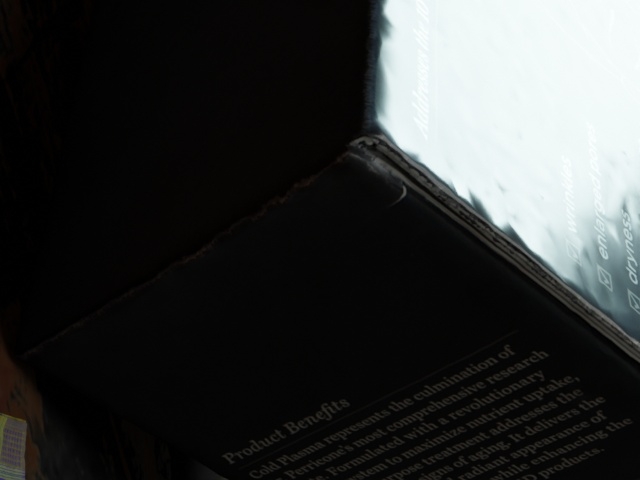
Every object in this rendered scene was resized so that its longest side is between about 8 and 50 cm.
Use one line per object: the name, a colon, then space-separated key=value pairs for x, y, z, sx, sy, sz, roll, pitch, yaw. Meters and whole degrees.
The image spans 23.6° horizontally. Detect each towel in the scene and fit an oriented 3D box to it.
towel: x=-0.174 y=0.134 z=0.838 sx=0.060 sy=0.009 sz=0.083 roll=55 pitch=31 yaw=-68

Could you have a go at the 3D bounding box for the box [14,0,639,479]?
box: x=0.095 y=-0.049 z=1.076 sx=0.471 sy=0.297 sz=0.480 roll=37 pitch=39 yaw=-32
